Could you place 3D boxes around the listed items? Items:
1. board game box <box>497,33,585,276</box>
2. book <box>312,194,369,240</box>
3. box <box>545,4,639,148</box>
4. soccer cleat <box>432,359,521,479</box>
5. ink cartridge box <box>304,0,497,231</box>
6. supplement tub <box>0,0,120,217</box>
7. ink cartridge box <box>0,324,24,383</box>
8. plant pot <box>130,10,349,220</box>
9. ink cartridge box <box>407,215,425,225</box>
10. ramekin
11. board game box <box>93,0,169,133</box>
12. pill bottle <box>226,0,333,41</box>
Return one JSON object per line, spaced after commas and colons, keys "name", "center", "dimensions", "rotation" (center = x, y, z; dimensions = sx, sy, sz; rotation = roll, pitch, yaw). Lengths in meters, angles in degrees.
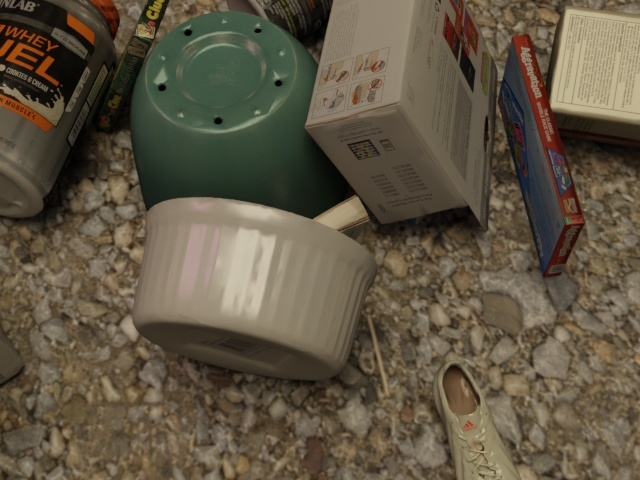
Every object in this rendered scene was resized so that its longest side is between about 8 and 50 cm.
{"name": "board game box", "center": [0.279, -0.110, 1.222], "dimensions": [0.027, 0.145, 0.281], "rotation": [-7, 63, -3]}
{"name": "book", "center": [0.000, 0.000, 1.178], "dimensions": [0.096, 0.144, 0.035], "rotation": [-25, 78, -14]}
{"name": "box", "center": [0.419, -0.208, 1.254], "dimensions": [0.232, 0.127, 0.148], "rotation": [10, 83, 8]}
{"name": "soccer cleat", "center": [0.178, 0.231, 1.090], "dimensions": [0.068, 0.076, 0.196], "rotation": [-19, 63, -6]}
{"name": "ink cartridge box", "center": [0.121, -0.190, 1.231], "dimensions": [0.130, 0.272, 0.309], "rotation": [-11, 51, 29]}
{"name": "supplement tub", "center": [-0.401, -0.207, 1.288], "dimensions": [0.194, 0.193, 0.316], "rotation": [12, 64, 10]}
{"name": "ink cartridge box", "center": [-0.550, 0.008, 1.137], "dimensions": [0.160, 0.279, 0.384], "rotation": [-35, 66, -13]}
{"name": "plant pot", "center": [-0.110, -0.150, 1.217], "dimensions": [0.293, 0.235, 0.293], "rotation": [-1, 62, 3]}
{"name": "ink cartridge box", "center": [0.112, -0.064, 1.274], "dimensions": [0.083, 0.028, 0.048], "rotation": [39, 70, 21]}
{"name": "ramekin", "center": [-0.081, 0.066, 1.089], "dimensions": [0.277, 0.277, 0.135], "rotation": [9, 72, 8]}
{"name": "board game box", "center": [-0.249, -0.258, 1.278], "dimensions": [0.030, 0.260, 0.136], "rotation": [20, 63, -17]}
{"name": "pill bottle", "center": [-0.008, -0.385, 1.391], "dimensions": [0.246, 0.130, 0.130], "rotation": [-37, 66, -15]}
